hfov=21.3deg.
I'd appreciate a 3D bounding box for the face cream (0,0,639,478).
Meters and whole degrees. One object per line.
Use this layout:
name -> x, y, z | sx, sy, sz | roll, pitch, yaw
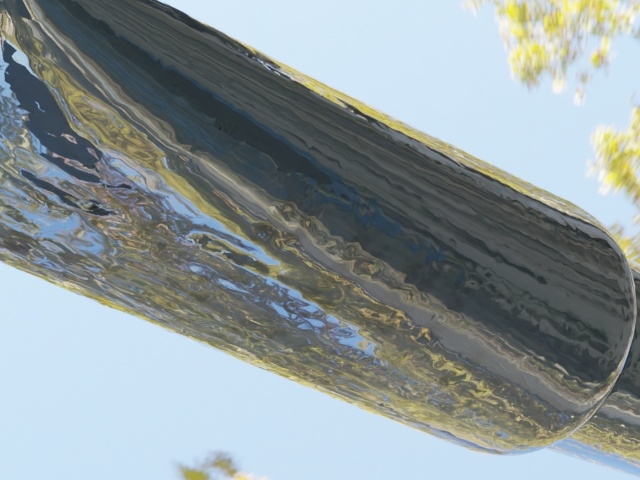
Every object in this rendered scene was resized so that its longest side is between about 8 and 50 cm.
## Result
face cream -> 0.000, 0.000, 0.488 | 0.135, 0.385, 0.086 | -16, -118, 41
